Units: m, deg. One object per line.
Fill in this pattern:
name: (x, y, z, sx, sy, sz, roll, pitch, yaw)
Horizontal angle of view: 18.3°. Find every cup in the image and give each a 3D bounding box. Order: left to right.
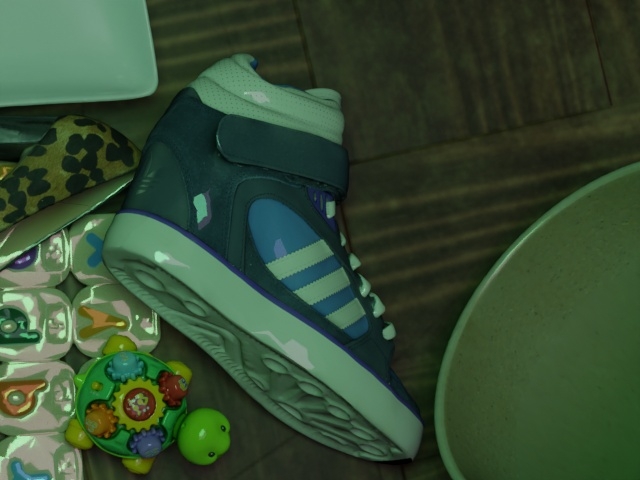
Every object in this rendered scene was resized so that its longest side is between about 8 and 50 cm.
cup: (0.289, 0.131, 1.539, 0.237, 0.331, 0.331, 42, 77, -33)

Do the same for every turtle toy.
turtle toy: (-0.130, 0.132, 1.525, 0.130, 0.066, 0.095, 25, 79, -12)

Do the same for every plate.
plate: (-0.279, -0.230, 1.524, 0.278, 0.045, 0.277, -7, 85, -19)

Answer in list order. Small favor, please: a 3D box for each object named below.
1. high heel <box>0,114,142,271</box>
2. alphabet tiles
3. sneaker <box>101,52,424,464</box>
high heel: (-0.226, 0.026, 1.491, 0.186, 0.093, 0.261, 5, 75, -8)
alphabet tiles: (-0.261, 0.067, 1.541, 0.278, 0.021, 0.284, -3, 87, -15)
sneaker: (-0.001, 0.000, 1.553, 0.323, 0.130, 0.236, 40, 63, -23)
